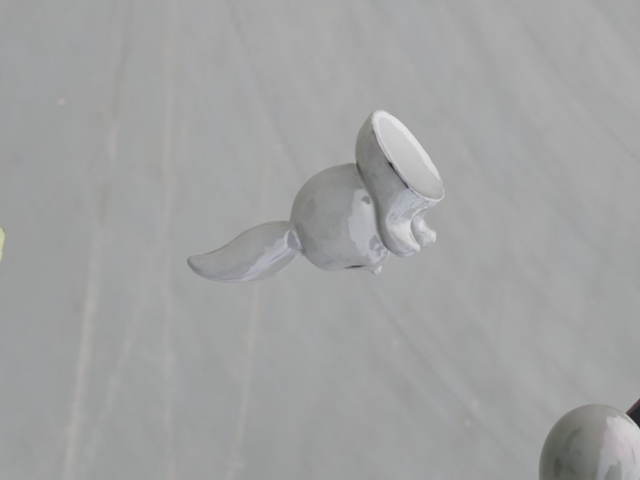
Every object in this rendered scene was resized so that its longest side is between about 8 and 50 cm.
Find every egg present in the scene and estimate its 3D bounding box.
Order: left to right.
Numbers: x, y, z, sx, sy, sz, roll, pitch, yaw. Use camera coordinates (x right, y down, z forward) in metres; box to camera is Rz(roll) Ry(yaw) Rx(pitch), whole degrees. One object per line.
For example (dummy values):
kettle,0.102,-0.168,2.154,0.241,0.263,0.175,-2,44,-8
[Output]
egg,0.252,0.215,1.588,0.103,0.103,0.135,-54,148,-62

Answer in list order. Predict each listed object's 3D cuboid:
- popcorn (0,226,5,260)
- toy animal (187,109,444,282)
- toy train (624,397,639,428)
popcorn,-0.288,0.007,1.061,0.212,0.198,0.198,117,-20,-83
toy animal,0.002,-0.001,1.502,0.131,0.221,0.104,50,17,-12
toy train,0.307,0.296,1.754,0.369,0.163,0.231,-41,151,-22
